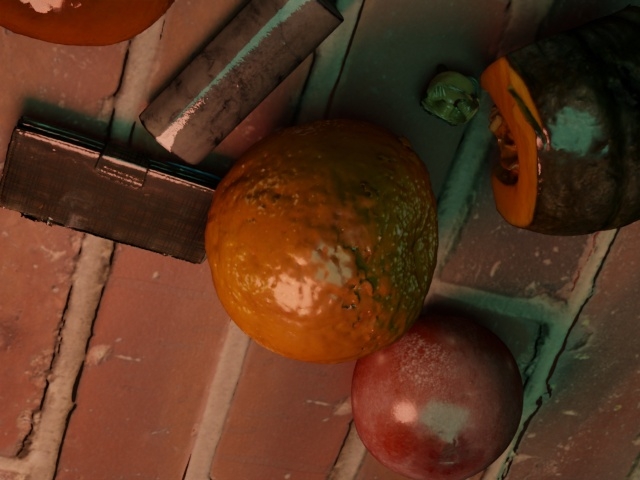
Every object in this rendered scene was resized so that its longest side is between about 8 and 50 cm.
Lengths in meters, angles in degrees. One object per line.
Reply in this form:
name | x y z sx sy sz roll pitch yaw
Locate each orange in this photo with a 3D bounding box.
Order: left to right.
orange | -0.341 -0.376 1.540 0.310 0.274 0.274 41 110 5
orange | 0.000 0.000 1.667 0.293 0.340 0.340 6 123 25

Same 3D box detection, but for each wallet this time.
wallet | -0.293 -0.066 1.745 0.317 0.044 0.169 16 131 -12

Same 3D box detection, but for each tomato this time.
tomato | 0.181 0.248 1.874 0.270 0.227 0.270 -3 122 -4

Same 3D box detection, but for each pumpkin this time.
pumpkin | 0.350 -0.148 1.642 0.225 0.256 0.303 -19 114 -10

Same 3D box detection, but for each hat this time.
hat | 0.187 -0.206 1.720 0.077 0.059 0.076 29 147 -9

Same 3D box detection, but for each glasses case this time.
glasses case | -0.110 -0.235 1.672 0.299 0.060 0.114 -42 121 17
